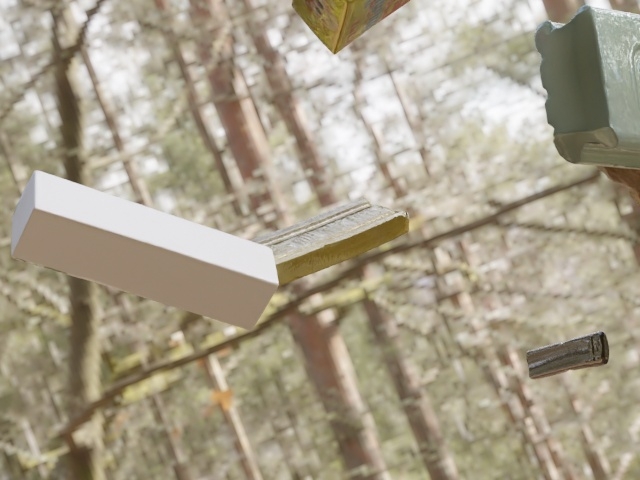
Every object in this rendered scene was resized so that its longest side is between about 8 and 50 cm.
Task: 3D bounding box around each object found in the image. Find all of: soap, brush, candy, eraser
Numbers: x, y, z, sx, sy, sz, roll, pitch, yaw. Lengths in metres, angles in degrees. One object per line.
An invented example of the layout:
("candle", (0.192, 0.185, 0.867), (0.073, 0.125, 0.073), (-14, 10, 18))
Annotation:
("soap", (0.272, -0.121, 1.241), (0.198, 0.119, 0.066), (2, -15, -40))
("soap", (0.000, 0.001, 1.934), (0.252, 0.037, 0.092), (-20, 27, -39))
("brush", (0.258, 0.119, 1.534), (0.028, 0.034, 0.190), (-3, -10, -15))
("candy", (0.102, -0.333, 1.641), (0.276, 0.088, 0.146), (-36, -9, -16))
("eraser", (-0.199, 0.014, 1.709), (0.298, 0.078, 0.076), (18, -60, -21))

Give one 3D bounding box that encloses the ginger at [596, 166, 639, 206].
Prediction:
("ginger", (0.365, -0.109, 1.373), (0.354, 0.189, 0.126), (2, 10, 45))
